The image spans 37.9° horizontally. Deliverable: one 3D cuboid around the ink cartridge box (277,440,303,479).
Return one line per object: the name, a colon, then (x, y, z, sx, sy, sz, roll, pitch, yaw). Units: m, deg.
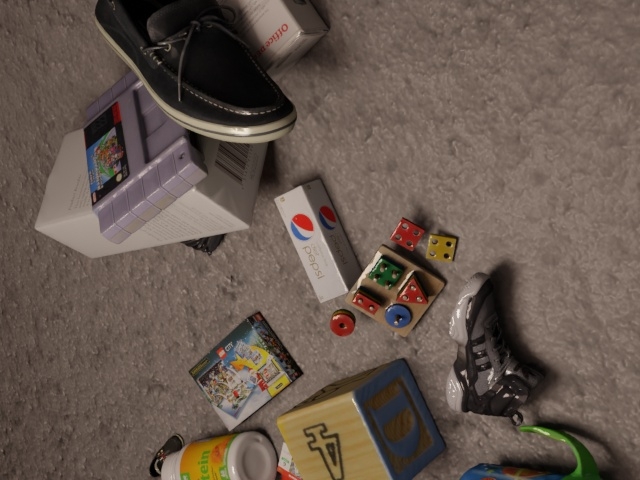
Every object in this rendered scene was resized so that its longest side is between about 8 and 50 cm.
ink cartridge box: (-0.056, 0.474, 1.939, 0.063, 0.029, 0.115, 26, 117, 26)

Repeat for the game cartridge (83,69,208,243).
game cartridge: (-0.327, -0.183, 1.685, 0.230, 0.068, 0.355, -33, 47, 15)

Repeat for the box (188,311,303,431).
box: (-0.159, 0.275, 1.941, 0.233, 0.044, 0.159, -42, 79, 36)

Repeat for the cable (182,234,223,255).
cable: (-0.244, -0.069, 1.901, 0.150, 0.047, 0.184, 37, 121, 28)

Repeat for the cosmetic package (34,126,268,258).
cosmetic package: (-0.328, -0.121, 1.804, 0.453, 0.161, 0.230, -9, 59, 37)

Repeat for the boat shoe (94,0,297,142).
boat shoe: (-0.228, -0.334, 1.606, 0.500, 0.187, 0.156, 43, 143, 29)

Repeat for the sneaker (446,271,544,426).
sneaker: (0.301, 0.187, 1.563, 0.153, 0.101, 0.268, 17, 119, 29)

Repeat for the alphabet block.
alphabet block: (0.074, 0.356, 1.714, 0.197, 0.192, 0.193, -26, 87, 38)

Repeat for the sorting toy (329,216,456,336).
sorting toy: (0.133, 0.090, 1.642, 0.132, 0.046, 0.274, 31, 114, -4)

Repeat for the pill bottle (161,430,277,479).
pill bottle: (-0.224, 0.490, 1.993, 0.246, 0.136, 0.136, -18, 93, 37)

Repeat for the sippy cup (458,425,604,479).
sippy cup: (0.339, 0.480, 1.558, 0.224, 0.305, 0.240, 7, 136, 45)

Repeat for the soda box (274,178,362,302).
soda box: (0.000, 0.000, 1.731, 0.074, 0.069, 0.216, -24, 91, 37)

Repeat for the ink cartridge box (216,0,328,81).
ink cartridge box: (-0.111, -0.411, 1.668, 0.158, 0.092, 0.217, -38, 80, 37)

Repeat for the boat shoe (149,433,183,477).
boat shoe: (-0.355, 0.500, 2.150, 0.049, 0.042, 0.133, 44, 123, 19)
